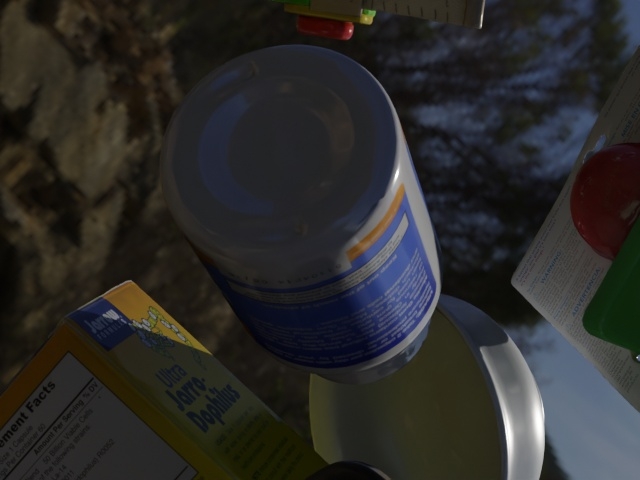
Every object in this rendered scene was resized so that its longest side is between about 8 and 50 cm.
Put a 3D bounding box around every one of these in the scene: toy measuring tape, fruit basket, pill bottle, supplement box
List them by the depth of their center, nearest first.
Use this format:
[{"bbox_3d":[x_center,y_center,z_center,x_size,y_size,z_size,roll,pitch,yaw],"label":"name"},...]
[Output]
[{"bbox_3d":[0.000,0.000,1.076,0.152,0.152,0.272,40,-11,25],"label":"pill bottle"},{"bbox_3d":[0.335,-0.022,1.517,0.165,0.327,0.353,22,14,-21],"label":"fruit basket"},{"bbox_3d":[-0.139,0.238,1.519,0.356,0.194,0.195,43,14,2],"label":"supplement box"},{"bbox_3d":[0.064,-0.283,1.883,0.330,0.121,0.121,13,-22,33],"label":"toy measuring tape"}]

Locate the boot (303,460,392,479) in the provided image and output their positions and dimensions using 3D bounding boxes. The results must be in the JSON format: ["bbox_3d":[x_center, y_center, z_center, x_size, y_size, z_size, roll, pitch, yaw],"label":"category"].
[{"bbox_3d":[0.116,0.331,1.269,0.377,0.138,0.284,57,14,7],"label":"boot"}]

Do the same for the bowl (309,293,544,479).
[{"bbox_3d":[0.126,0.179,1.603,0.134,0.298,0.298,-6,30,-37],"label":"bowl"}]
